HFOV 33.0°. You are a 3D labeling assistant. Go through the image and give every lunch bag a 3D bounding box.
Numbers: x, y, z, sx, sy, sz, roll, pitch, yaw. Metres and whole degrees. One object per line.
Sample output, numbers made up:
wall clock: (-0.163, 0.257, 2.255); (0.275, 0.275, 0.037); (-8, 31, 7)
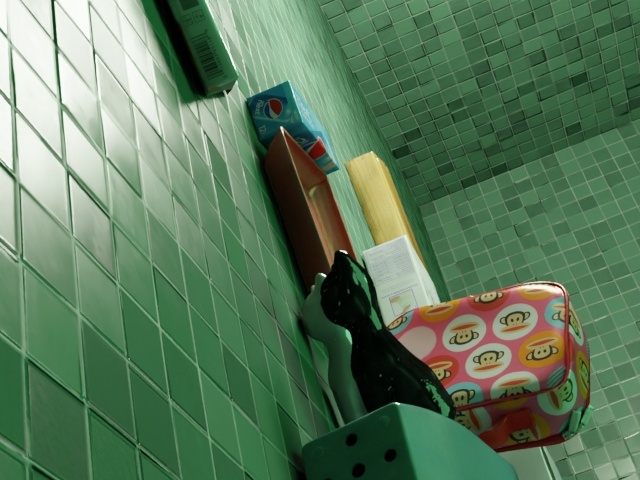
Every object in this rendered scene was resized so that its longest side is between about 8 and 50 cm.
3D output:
lunch bag: (0.205, 0.188, 1.422); (0.120, 0.293, 0.258); (62, 26, -29)

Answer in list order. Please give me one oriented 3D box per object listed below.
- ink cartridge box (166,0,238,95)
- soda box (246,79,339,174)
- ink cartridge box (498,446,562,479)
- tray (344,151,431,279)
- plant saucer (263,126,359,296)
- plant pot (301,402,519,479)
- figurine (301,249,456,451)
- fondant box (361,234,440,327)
ink cartridge box: (-0.147, -0.239, 1.258); (0.179, 0.045, 0.145); (-177, -116, -80)
soda box: (-0.036, -0.151, 1.557); (0.210, 0.067, 0.071); (42, 27, -69)
ink cartridge box: (0.299, 0.448, 1.693); (0.270, 0.198, 0.197); (53, 18, -61)
tray: (0.174, 0.014, 2.395); (0.203, 0.076, 0.410); (14, 55, -79)
plant saucer: (0.000, 0.000, 1.476); (0.259, 0.048, 0.258); (37, 33, -72)
plant pot: (0.092, 0.267, 1.032); (0.234, 0.166, 0.165); (49, 19, -43)
figurine: (0.045, 0.123, 1.195); (0.209, 0.092, 0.215); (65, -15, 6)
fondant box: (0.191, 0.188, 2.014); (0.238, 0.096, 0.330); (54, 16, -57)
